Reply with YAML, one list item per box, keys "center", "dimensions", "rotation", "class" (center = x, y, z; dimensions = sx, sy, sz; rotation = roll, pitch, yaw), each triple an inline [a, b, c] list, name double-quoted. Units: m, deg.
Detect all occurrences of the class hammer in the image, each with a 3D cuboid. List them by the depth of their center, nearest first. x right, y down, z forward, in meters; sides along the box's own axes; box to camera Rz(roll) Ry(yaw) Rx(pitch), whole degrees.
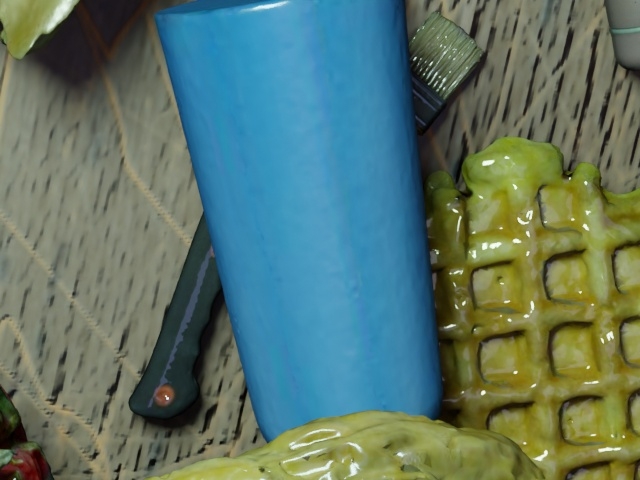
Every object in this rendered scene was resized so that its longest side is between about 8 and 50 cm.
- center: [-0.049, -0.032, 1.134]
  dimensions: [0.111, 0.033, 0.287]
  rotation: [17, 96, -13]
  class: "hammer"

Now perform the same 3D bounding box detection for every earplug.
- center: [0.000, 0.000, 1.061]
  dimensions: [0.132, 0.132, 0.273]
  rotation: [-11, 101, -8]
  class: "earplug"

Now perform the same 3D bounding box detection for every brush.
- center: [0.030, -0.057, 1.138]
  dimensions: [0.043, 0.014, 0.170]
  rotation: [41, 80, -12]
  class: "brush"

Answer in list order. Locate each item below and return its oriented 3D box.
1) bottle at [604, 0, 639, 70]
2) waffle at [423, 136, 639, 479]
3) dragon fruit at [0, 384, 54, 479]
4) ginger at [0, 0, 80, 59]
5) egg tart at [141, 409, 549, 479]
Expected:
- center: [0.186, -0.170, 1.142]
  dimensions: [0.053, 0.053, 0.140]
  rotation: [-13, 102, -8]
  class: "bottle"
- center: [0.122, 0.096, 1.172]
  dimensions: [0.281, 0.058, 0.300]
  rotation: [-32, 100, -1]
  class: "waffle"
- center: [-0.259, 0.147, 1.050]
  dimensions: [0.274, 0.193, 0.192]
  rotation: [-22, 110, 29]
  class: "dragon fruit"
- center: [-0.140, -0.202, 1.053]
  dimensions: [0.122, 0.115, 0.193]
  rotation: [41, 86, -4]
  class: "ginger"
- center: [0.003, 0.228, 1.064]
  dimensions: [0.341, 0.129, 0.341]
  rotation: [-10, 140, -8]
  class: "egg tart"
